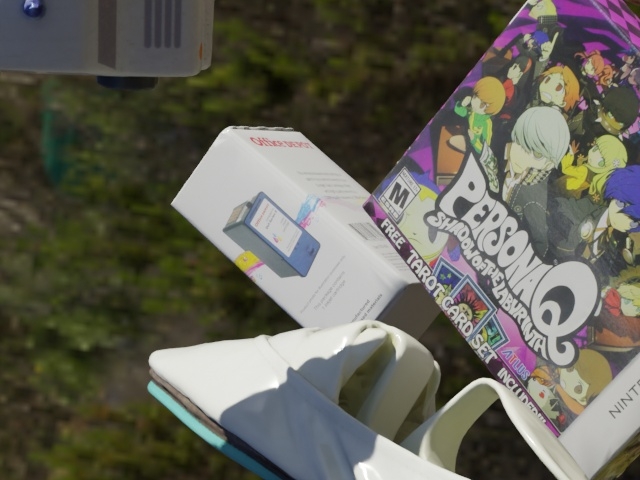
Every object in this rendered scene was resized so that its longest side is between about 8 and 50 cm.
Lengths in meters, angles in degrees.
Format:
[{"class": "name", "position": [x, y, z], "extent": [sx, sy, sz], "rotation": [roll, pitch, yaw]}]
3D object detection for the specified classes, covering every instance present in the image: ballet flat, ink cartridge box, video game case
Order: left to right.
[{"class": "ink cartridge box", "position": [0.000, 0.000, 1.658], "extent": [0.093, 0.212, 0.154], "rotation": [-52, -17, 16]}, {"class": "ballet flat", "position": [0.050, 0.124, 1.110], "extent": [0.139, 0.400, 0.139], "rotation": [-17, -58, -31]}, {"class": "video game case", "position": [0.155, -0.008, 1.129], "extent": [0.042, 0.232, 0.210], "rotation": [-6, -37, -51]}]

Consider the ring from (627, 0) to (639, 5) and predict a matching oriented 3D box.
[{"class": "ring", "position": [0.247, -0.308, 1.652], "extent": [0.032, 0.337, 0.336], "rotation": [-54, -18, -13]}]

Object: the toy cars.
[{"class": "toy cars", "position": [-0.225, -0.196, 1.012], "extent": [0.176, 0.394, 0.087], "rotation": [-46, 11, 11]}]
